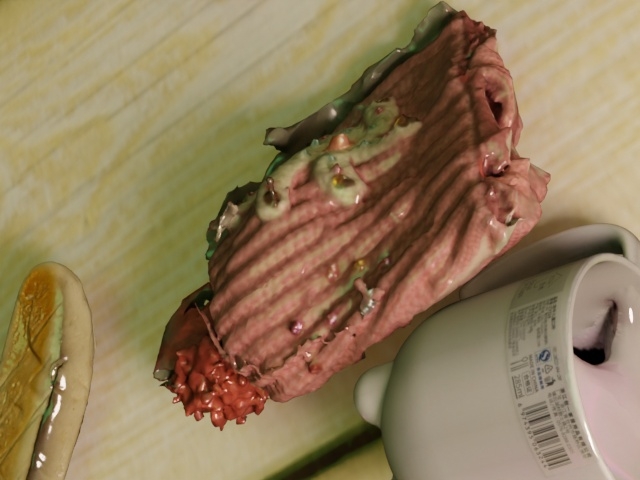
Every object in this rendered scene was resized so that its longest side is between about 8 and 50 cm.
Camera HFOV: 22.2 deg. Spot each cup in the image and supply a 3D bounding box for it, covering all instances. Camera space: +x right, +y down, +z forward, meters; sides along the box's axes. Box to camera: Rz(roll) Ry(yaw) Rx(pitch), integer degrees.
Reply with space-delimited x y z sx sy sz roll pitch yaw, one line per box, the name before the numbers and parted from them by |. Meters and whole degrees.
cup | 0.099 0.070 0.827 0.142 0.134 0.174 -19 67 36

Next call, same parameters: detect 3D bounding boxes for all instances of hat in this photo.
hat | 0.000 0.000 0.930 0.286 0.107 0.237 -44 24 25

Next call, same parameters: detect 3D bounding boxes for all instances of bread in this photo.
bread | -0.187 0.122 1.093 0.073 0.053 0.214 10 86 43
